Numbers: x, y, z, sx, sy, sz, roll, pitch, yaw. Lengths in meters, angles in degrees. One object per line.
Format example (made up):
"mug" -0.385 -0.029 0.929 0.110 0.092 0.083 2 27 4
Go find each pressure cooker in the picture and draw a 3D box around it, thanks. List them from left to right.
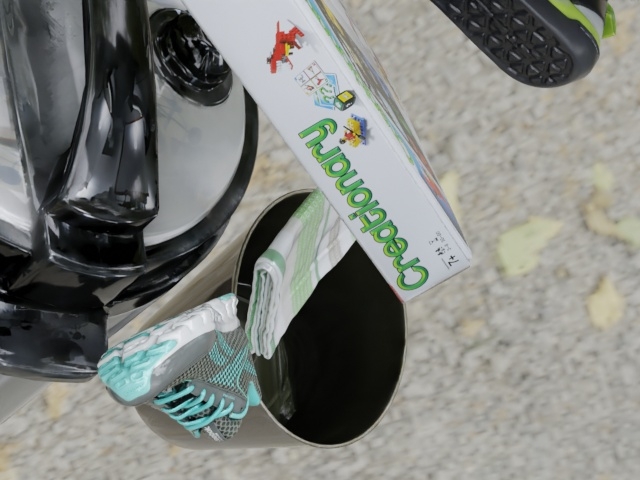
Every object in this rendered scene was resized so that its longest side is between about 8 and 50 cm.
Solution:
"pressure cooker" -0.251 -0.082 1.310 0.370 0.420 0.375 49 42 -6

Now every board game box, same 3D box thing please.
"board game box" -0.023 -0.126 1.021 0.053 0.193 0.305 -29 132 8

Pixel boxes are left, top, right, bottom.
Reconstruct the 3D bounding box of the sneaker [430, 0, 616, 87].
"sneaker" 0.097 -0.193 1.135 0.235 0.084 0.097 46 55 -27

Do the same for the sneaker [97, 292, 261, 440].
"sneaker" -0.068 0.077 1.034 0.065 0.166 0.076 -25 89 17

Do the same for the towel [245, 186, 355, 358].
"towel" 0.000 0.000 1.264 0.023 0.113 0.152 31 57 13

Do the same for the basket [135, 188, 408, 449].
"basket" -0.054 0.086 1.513 0.154 0.227 0.204 10 70 -29
